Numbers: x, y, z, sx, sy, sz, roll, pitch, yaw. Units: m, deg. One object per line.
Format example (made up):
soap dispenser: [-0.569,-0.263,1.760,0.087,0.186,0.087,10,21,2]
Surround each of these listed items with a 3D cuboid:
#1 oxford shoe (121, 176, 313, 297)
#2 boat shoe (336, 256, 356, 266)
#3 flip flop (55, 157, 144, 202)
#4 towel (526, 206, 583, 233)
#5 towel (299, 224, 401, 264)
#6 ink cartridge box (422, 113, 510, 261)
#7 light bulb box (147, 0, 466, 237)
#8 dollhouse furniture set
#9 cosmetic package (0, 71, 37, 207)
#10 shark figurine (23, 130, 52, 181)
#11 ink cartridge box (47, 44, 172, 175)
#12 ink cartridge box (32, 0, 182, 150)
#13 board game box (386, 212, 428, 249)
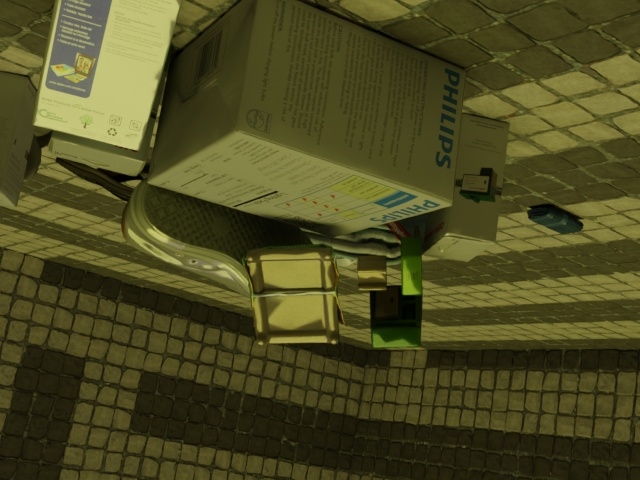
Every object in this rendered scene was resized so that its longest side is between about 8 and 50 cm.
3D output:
oxford shoe: [-0.164,0.012,1.652,0.449,0.169,0.130,27,151,-36]
boat shoe: [0.000,0.000,2.392,0.102,0.108,0.301,52,162,-20]
flip flop: [-0.479,-0.152,2.166,0.277,0.080,0.112,25,170,-1]
towel: [0.505,-0.045,1.996,0.119,0.029,0.067,20,163,-34]
towel: [-0.020,-0.027,1.984,0.374,0.090,0.320,12,-178,-16]
ink cartridge box: [0.250,-0.085,1.615,0.092,0.219,0.160,11,166,-6]
light bulb box: [-0.028,-0.174,1.444,0.361,0.225,0.358,16,165,-28]
dollhouse furniture set: [0.028,0.069,1.631,0.301,0.198,0.151,-1,-152,6]
cosmetic package: [-0.600,-0.190,1.753,0.085,0.231,0.117,10,167,-1]
shark figurine: [-0.673,-0.242,1.945,0.278,0.166,0.116,23,145,20]
ink cartridge box: [-0.334,-0.225,1.480,0.153,0.208,0.087,13,166,-16]
ink cartridge box: [-0.294,-0.287,1.301,0.165,0.065,0.333,14,129,-16]
board game box: [0.219,-0.044,1.802,0.281,0.145,0.027,-10,143,-50]
